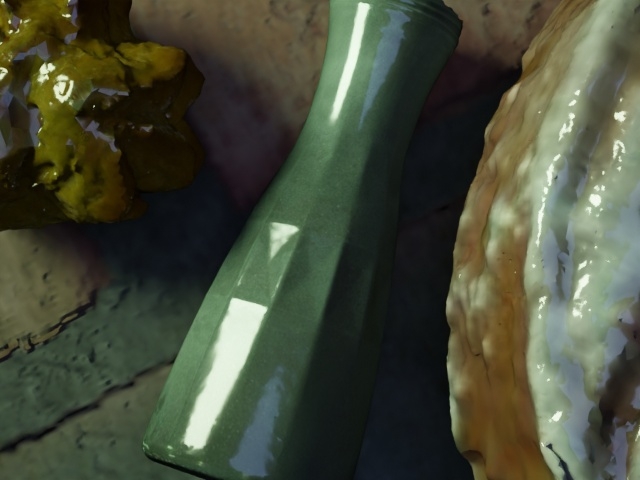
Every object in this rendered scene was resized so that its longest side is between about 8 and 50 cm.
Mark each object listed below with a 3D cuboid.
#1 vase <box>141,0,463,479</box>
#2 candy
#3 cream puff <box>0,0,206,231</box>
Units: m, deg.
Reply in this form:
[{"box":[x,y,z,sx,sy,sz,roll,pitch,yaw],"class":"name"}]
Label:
[{"box":[0.000,0.000,0.799,0.086,0.086,0.214,19,81,-3],"class":"vase"},{"box":[0.163,0.006,0.770,0.214,0.157,0.290,21,79,-17],"class":"candy"},{"box":[-0.106,-0.053,0.784,0.122,0.094,0.116,41,87,-5],"class":"cream puff"}]
